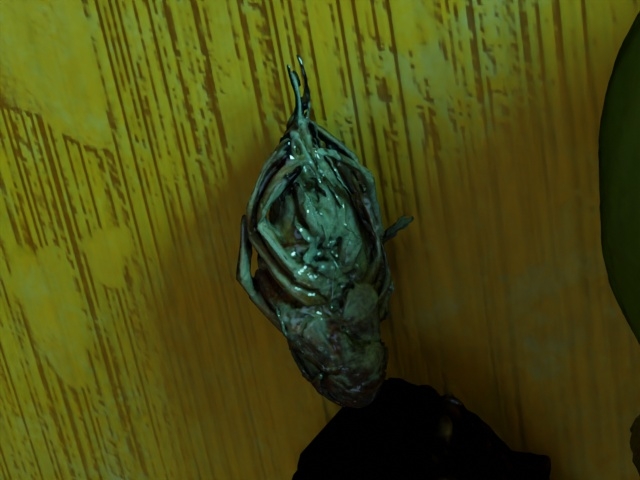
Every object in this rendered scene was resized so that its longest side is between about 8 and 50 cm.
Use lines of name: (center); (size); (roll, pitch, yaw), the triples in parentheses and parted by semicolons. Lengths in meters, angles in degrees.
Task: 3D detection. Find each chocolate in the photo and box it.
chocolate: (0.074, 0.160, 0.784); (0.133, 0.156, 0.156); (20, 131, -26)

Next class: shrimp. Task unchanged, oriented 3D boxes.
shrimp: (0.000, 0.000, 0.741); (0.073, 0.075, 0.190); (20, 121, 51)

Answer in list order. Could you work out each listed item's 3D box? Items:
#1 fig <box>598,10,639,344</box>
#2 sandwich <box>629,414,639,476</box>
fig: (0.201, -0.028, 0.564); (0.207, 0.207, 0.230); (-31, 98, 34)
sandwich: (0.298, 0.166, 0.706); (0.226, 0.087, 0.251); (-16, 115, 31)
